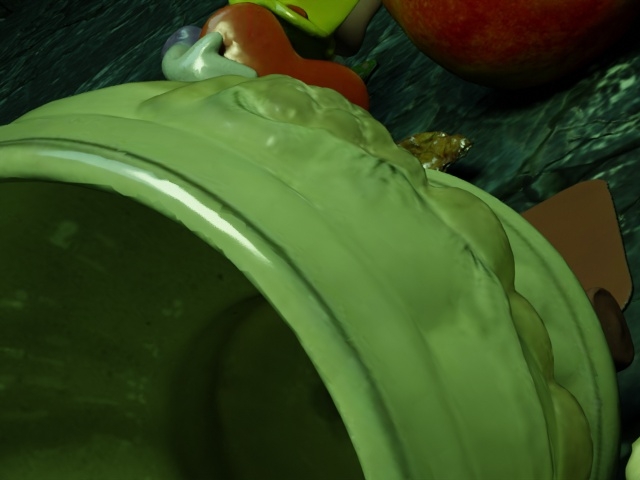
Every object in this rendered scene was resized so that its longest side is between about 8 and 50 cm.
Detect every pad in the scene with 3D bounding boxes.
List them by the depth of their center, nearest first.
[{"bbox_3d":[0.058,0.060,0.980,0.267,0.004,0.181,-31,21,17],"label":"pad"}]

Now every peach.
[{"bbox_3d":[0.137,-0.203,1.157,0.192,0.190,0.190,-43,16,26],"label":"peach"}]

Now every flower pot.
[{"bbox_3d":[-0.025,0.082,0.643,0.307,0.307,0.244,-24,-4,32],"label":"flower pot"}]

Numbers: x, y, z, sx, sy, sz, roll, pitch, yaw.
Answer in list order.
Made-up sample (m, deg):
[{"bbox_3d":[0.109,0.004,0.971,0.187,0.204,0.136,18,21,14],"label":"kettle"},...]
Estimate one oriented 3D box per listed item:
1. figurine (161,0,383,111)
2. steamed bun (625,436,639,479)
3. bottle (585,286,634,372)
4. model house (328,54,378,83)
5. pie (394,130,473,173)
[{"bbox_3d":[-0.054,-0.073,1.146,0.193,0.154,0.421,-35,29,60],"label":"figurine"},{"bbox_3d":[0.232,0.074,0.488,0.292,0.137,0.295,-25,15,39],"label":"steamed bun"},{"bbox_3d":[0.037,0.085,0.816,0.245,0.104,0.104,-25,24,29],"label":"bottle"},{"bbox_3d":[-0.035,-0.128,1.409,0.117,0.088,0.167,-22,25,34],"label":"model house"},{"bbox_3d":[0.031,-0.028,1.168,0.191,0.033,0.088,-32,26,20],"label":"pie"}]
